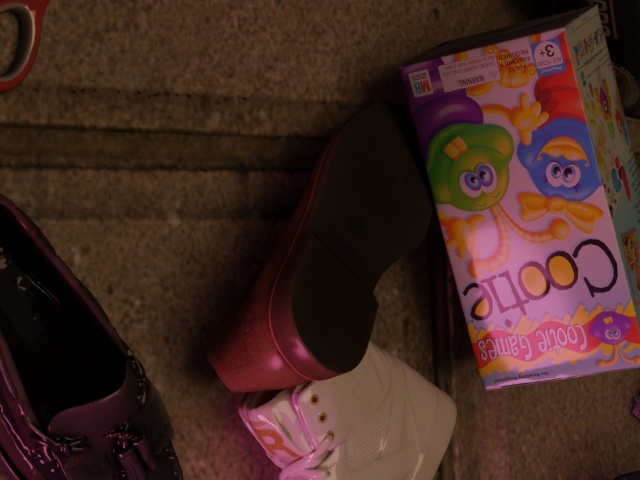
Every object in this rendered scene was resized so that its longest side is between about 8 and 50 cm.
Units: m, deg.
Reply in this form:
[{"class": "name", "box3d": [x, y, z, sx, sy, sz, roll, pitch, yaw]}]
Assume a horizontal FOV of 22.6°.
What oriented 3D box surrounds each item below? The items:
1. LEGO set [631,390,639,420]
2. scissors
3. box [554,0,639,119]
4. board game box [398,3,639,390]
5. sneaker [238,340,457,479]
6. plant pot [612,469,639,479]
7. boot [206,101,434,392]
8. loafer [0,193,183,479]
[{"class": "LEGO set", "box3d": [0.472, 0.151, 1.545, 0.331, 0.192, 0.255, 52, 57, -26]}, {"class": "scissors", "box3d": [-0.175, -0.221, 1.127, 0.297, 0.021, 0.109, -50, 116, -29]}, {"class": "box", "box3d": [0.323, -0.355, 1.436, 0.395, 0.097, 0.318, -57, 151, -27]}, {"class": "board game box", "box3d": [0.181, -0.036, 1.314, 0.144, 0.142, 0.275, -36, 112, -65]}, {"class": "sneaker", "box3d": [-0.012, 0.194, 1.196, 0.169, 0.108, 0.292, 42, 52, -29]}, {"class": "plant pot", "box3d": [0.353, 0.328, 1.410, 0.252, 0.248, 0.247, 44, 60, -9]}, {"class": "boot", "box3d": [0.000, 0.000, 1.225, 0.112, 0.115, 0.305, 50, 40, -18]}, {"class": "loafer", "box3d": [-0.175, 0.089, 1.060, 0.109, 0.095, 0.302, -46, 116, -32]}]
